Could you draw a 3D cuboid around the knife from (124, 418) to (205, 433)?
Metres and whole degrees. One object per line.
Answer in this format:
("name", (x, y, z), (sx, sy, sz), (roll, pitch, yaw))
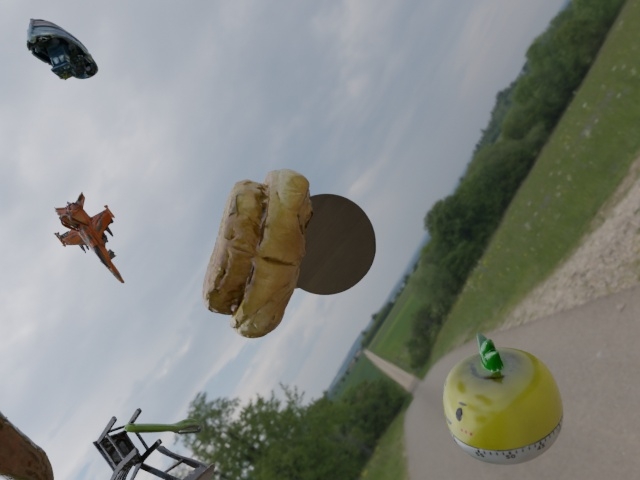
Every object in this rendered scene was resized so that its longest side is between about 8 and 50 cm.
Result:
("knife", (-0.255, 0.312, 1.111), (0.184, 0.022, 0.026), (21, -105, -55))

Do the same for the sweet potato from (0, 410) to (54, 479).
("sweet potato", (-0.503, 0.283, 0.989), (0.097, 0.292, 0.097), (-30, 14, 8))

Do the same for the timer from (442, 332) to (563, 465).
("timer", (0.394, 0.325, 1.474), (0.285, 0.285, 0.285), (-56, -10, -15))

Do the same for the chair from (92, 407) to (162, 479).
("chair", (-0.442, 0.476, 1.433), (0.212, 0.101, 0.084), (-53, -25, 22))

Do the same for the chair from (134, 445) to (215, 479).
("chair", (-0.290, 0.610, 1.524), (0.186, 0.319, 0.160), (32, -103, -78))

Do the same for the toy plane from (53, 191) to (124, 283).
("toy plane", (-0.430, 0.000, 1.273), (0.135, 0.188, 0.062), (-27, 23, 19))

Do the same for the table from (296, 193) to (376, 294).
("table", (0.000, 0.000, 1.193), (0.167, 0.167, 0.226), (-58, 6, 1))

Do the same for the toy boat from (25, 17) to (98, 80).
("toy boat", (-0.367, -0.263, 0.939), (0.060, 0.061, 0.137), (-20, -17, 8))

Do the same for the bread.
("bread", (-0.086, 0.014, 0.914), (0.198, 0.120, 0.236), (172, 114, -79))

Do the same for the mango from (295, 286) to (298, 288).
("mango", (-0.053, 0.014, 1.597), (0.139, 0.175, 0.254), (-18, 9, 37))
